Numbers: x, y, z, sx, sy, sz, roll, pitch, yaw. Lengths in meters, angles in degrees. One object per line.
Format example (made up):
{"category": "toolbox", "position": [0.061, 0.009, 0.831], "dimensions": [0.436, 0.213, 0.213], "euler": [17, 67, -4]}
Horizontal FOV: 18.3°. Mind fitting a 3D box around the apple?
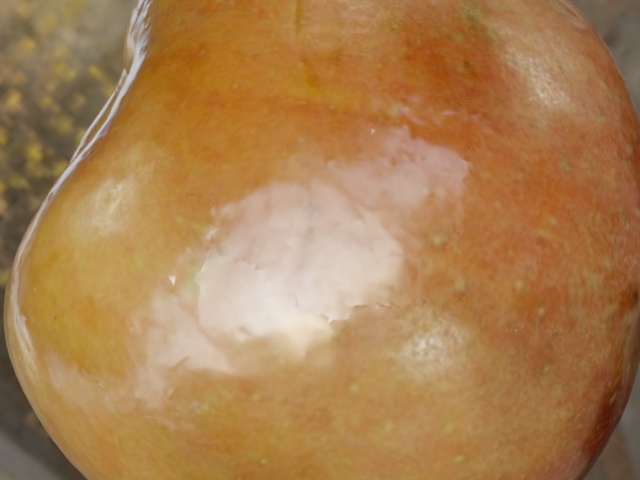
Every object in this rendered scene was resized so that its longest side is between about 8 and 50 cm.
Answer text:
{"category": "apple", "position": [0.000, 0.000, 0.740], "dimensions": [0.253, 0.253, 0.253], "euler": [-37, 25, 20]}
